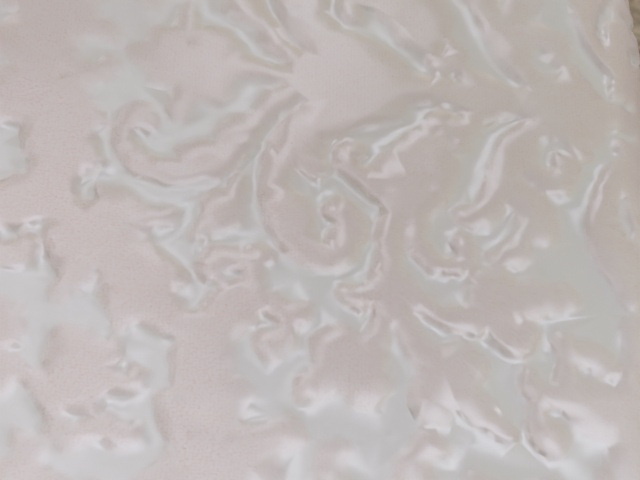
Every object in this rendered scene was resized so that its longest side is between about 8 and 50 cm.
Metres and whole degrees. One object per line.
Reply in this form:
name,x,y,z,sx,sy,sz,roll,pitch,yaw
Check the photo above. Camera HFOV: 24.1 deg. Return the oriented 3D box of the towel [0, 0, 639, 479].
towel,0.000,0.000,0.652,0.053,0.316,0.332,113,160,-58
